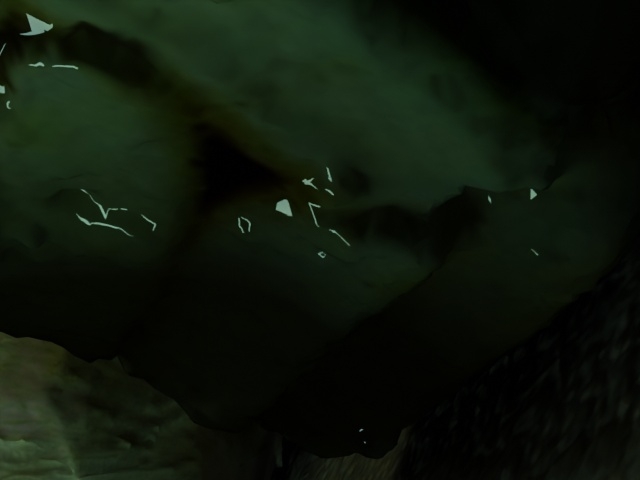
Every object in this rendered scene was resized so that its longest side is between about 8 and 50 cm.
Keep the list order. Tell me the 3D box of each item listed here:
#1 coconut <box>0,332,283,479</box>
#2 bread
[{"bbox_3d":[-0.149,0.093,0.977,0.297,0.254,0.297,-56,-22,-37],"label":"coconut"},{"bbox_3d":[-0.007,-0.088,0.568,0.264,0.395,0.239,-21,52,42],"label":"bread"}]
